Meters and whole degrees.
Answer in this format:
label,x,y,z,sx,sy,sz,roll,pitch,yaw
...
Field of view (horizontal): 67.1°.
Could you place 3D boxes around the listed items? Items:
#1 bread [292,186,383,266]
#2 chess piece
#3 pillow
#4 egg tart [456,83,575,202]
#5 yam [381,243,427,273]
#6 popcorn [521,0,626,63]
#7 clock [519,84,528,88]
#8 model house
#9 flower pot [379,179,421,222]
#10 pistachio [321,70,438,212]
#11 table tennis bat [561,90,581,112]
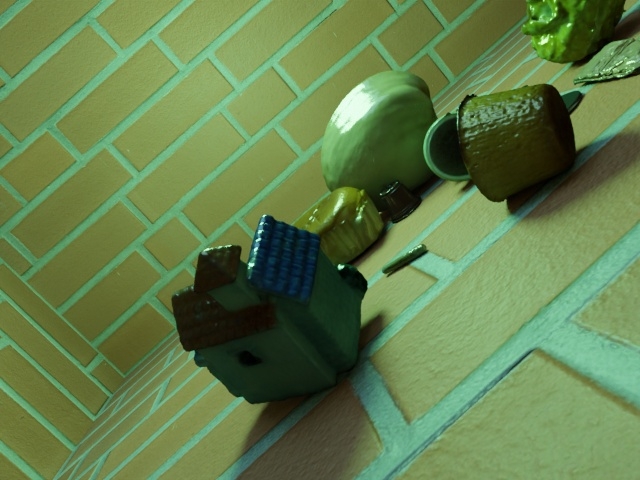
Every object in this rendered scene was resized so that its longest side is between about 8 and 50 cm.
label,x,y,z,sx,sy,sz,roll,pitch,yaw
bread,0.002,-0.004,1.448,0.389,0.183,0.236,-35,9,23
chess piece,0.369,-0.246,1.278,0.176,0.175,0.298,-39,-3,18
pillow,0.659,-0.398,1.060,0.126,0.043,0.232,-46,11,7
egg tart,0.352,-0.182,0.875,0.171,0.215,0.215,-14,26,40
yam,0.179,0.042,1.043,0.116,0.021,0.021,-34,12,31
popcorn,0.685,-0.625,1.322,0.247,0.282,0.282,24,60,40
clock,0.590,-0.435,1.452,0.085,0.017,0.085,-39,7,5
model house,-0.122,0.097,0.848,0.295,0.329,0.251,-21,40,27
flower pot,0.221,-0.118,1.385,0.111,0.089,0.111,-40,10,9
pistachio,0.196,-0.295,1.493,0.281,0.366,0.445,-66,1,-72
table tennis bat,0.493,-0.257,1.131,0.301,0.022,0.173,-44,10,-19
